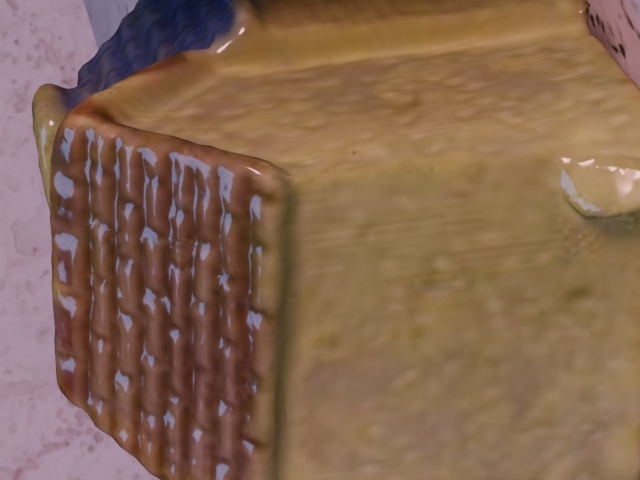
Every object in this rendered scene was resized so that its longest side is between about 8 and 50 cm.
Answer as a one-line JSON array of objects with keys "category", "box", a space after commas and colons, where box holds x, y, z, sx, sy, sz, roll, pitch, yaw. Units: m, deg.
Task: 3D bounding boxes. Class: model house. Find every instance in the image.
[{"category": "model house", "box": [0.000, 0.000, 0.846, 0.321, 0.266, 0.261, -113, 21, -59]}]
